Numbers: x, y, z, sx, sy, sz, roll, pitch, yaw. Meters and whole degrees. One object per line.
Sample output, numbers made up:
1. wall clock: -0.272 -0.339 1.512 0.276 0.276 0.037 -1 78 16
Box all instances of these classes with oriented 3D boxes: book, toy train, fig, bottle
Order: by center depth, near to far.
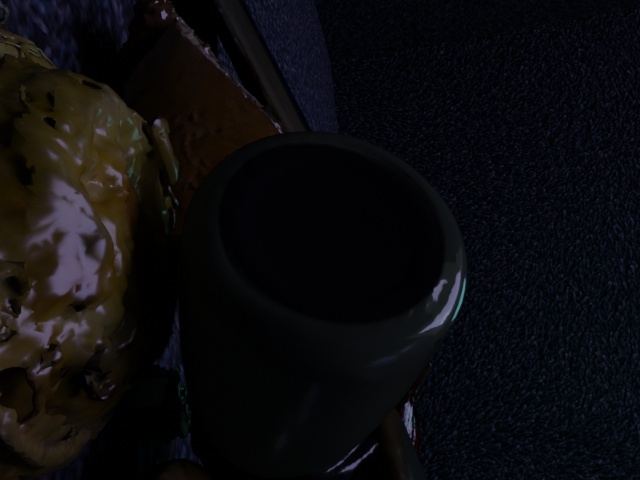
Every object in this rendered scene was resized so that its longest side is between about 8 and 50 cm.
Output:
1. bottle: -0.020 0.089 0.544 0.347 0.169 0.168 106 -16 -54
2. toy train: -0.135 0.146 0.646 0.053 0.033 0.083 -83 165 -48
3. book: -0.080 -0.207 0.931 0.427 0.039 0.300 63 -2 24
4. fig: 0.161 0.407 1.741 0.320 0.217 0.217 -63 180 12

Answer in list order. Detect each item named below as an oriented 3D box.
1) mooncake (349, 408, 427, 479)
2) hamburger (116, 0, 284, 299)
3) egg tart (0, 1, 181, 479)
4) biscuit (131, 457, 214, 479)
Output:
1. mooncake: 0.041 0.398 0.893 0.394 0.247 0.393 69 9 -61
2. hamburger: -0.097 -0.055 0.691 0.282 0.245 0.155 30 6 -29
3. egg tart: -0.146 -0.007 0.429 0.291 0.107 0.290 -8 90 -84
4. biscuit: -0.106 0.286 0.516 0.259 0.079 0.259 -10 90 -84
